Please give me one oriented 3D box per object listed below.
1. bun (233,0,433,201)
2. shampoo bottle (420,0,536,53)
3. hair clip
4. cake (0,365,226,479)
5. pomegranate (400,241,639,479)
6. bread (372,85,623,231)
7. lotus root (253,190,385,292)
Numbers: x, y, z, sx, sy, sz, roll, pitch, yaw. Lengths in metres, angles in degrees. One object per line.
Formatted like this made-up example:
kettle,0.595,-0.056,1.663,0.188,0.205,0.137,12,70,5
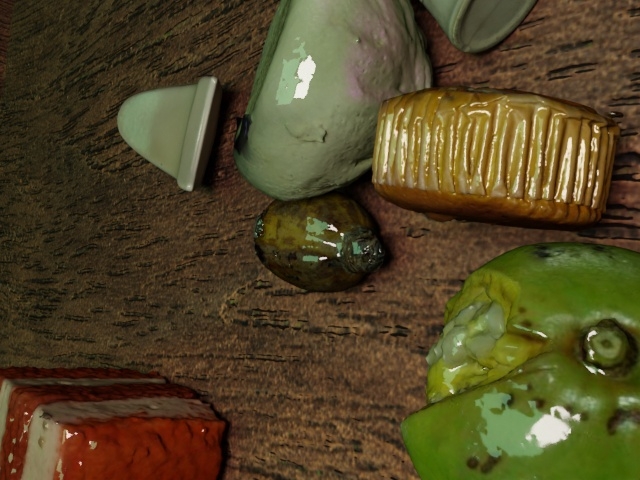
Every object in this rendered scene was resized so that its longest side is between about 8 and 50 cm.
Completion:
bun,0.026,-0.171,0.744,0.293,0.187,0.293,-161,90,-75
shampoo bottle,0.126,-0.305,0.717,0.118,0.087,0.234,-53,46,28
hair clip,-0.225,-0.176,1.107,0.282,0.113,0.172,18,97,45
cake,-0.319,0.340,0.978,0.319,0.270,0.269,8,89,50
pomegranate,0.170,0.138,0.505,0.302,0.236,0.236,101,154,-55
bread,0.141,-0.062,0.576,0.199,0.199,0.104,12,94,50
lotus root,0.000,0.000,0.790,0.209,0.120,0.120,12,92,49
